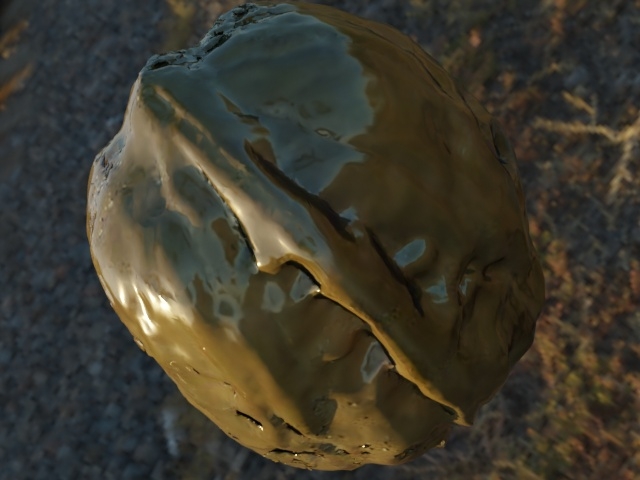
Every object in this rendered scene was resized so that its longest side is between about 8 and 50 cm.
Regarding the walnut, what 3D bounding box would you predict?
[{"bbox_3d":[0.000,0.000,0.611,0.198,0.245,0.198,-25,42,25],"label":"walnut"}]
